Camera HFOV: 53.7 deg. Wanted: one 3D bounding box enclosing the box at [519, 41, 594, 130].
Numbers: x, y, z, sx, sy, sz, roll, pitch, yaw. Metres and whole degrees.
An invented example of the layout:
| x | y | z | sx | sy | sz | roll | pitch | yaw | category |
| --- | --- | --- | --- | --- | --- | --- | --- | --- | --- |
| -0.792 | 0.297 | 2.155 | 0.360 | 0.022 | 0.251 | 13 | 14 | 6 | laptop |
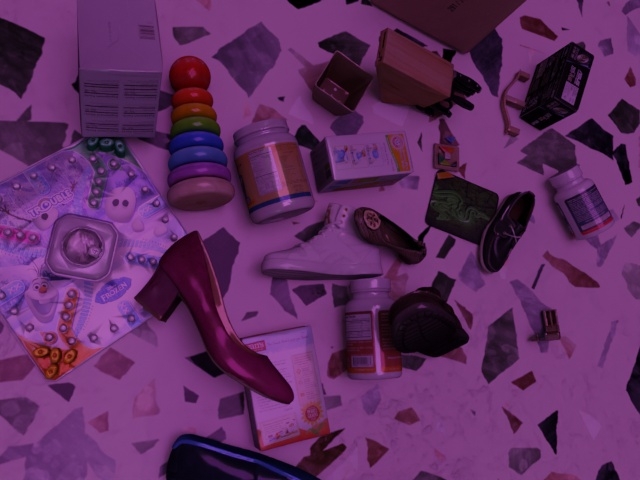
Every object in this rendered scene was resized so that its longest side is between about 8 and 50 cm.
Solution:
| x | y | z | sx | sy | sz | roll | pitch | yaw | category |
| --- | --- | --- | --- | --- | --- | --- | --- | --- | --- |
| 0.621 | -0.403 | 1.664 | 0.077 | 0.147 | 0.180 | 27 | 72 | -13 | box |

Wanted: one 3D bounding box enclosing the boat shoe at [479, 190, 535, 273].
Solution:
| x | y | z | sx | sy | sz | roll | pitch | yaw | category |
| --- | --- | --- | --- | --- | --- | --- | --- | --- | --- |
| 0.468 | -0.024 | 1.580 | 0.084 | 0.079 | 0.233 | 35 | 72 | -17 | boat shoe |

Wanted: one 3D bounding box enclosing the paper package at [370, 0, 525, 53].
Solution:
| x | y | z | sx | sy | sz | roll | pitch | yaw | category |
| --- | --- | --- | --- | --- | --- | --- | --- | --- | --- |
| 0.326 | -0.643 | 1.510 | 0.309 | 0.325 | 0.168 | 23 | 74 | -13 | paper package |

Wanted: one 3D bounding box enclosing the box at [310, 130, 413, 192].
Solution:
| x | y | z | sx | sy | sz | roll | pitch | yaw | category |
| --- | --- | --- | --- | --- | --- | --- | --- | --- | --- |
| 0.095 | -0.181 | 1.458 | 0.203 | 0.114 | 0.103 | -8 | 82 | -21 | box |

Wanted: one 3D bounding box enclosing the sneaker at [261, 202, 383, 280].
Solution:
| x | y | z | sx | sy | sz | roll | pitch | yaw | category |
| --- | --- | --- | --- | --- | --- | --- | --- | --- | --- |
| 0.000 | 0.000 | 1.406 | 0.292 | 0.108 | 0.169 | 2 | 78 | -29 | sneaker |

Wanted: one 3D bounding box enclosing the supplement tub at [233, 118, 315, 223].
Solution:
| x | y | z | sx | sy | sz | roll | pitch | yaw | category |
| --- | --- | --- | --- | --- | --- | --- | --- | --- | --- |
| -0.105 | -0.147 | 1.368 | 0.144 | 0.144 | 0.200 | -14 | 85 | -21 | supplement tub |

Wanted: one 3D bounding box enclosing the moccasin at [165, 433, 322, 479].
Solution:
| x | y | z | sx | sy | sz | roll | pitch | yaw | category |
| --- | --- | --- | --- | --- | --- | --- | --- | --- | --- |
| -0.141 | 0.490 | 1.267 | 0.341 | 0.138 | 0.117 | 19 | 79 | -1 | moccasin |

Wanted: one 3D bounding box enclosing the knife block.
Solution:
| x | y | z | sx | sy | sz | roll | pitch | yaw | category |
| --- | --- | --- | --- | --- | --- | --- | --- | --- | --- |
| 0.262 | -0.385 | 1.492 | 0.241 | 0.276 | 0.088 | 6 | 77 | 12 | knife block |

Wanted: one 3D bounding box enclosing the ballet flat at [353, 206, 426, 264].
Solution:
| x | y | z | sx | sy | sz | roll | pitch | yaw | category |
| --- | --- | --- | --- | --- | --- | --- | --- | --- | --- |
| 0.165 | -0.010 | 1.429 | 0.249 | 0.058 | 0.084 | 33 | 55 | -40 | ballet flat |

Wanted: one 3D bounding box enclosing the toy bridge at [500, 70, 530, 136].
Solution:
| x | y | z | sx | sy | sz | roll | pitch | yaw | category |
| --- | --- | --- | --- | --- | --- | --- | --- | --- | --- |
| 0.513 | -0.368 | 1.684 | 0.063 | 0.026 | 0.188 | 18 | 75 | -13 | toy bridge |

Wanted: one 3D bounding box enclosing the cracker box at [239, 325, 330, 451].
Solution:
| x | y | z | sx | sy | sz | roll | pitch | yaw | category |
| --- | --- | --- | --- | --- | --- | --- | --- | --- | --- |
| -0.080 | 0.308 | 1.338 | 0.155 | 0.067 | 0.233 | -8 | 84 | -19 | cracker box |

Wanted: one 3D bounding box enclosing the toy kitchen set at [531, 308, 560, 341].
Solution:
| x | y | z | sx | sy | sz | roll | pitch | yaw | category |
| --- | --- | --- | --- | --- | --- | --- | --- | --- | --- |
| 0.559 | 0.213 | 1.580 | 0.068 | 0.083 | 0.075 | -9 | 81 | 21 | toy kitchen set |

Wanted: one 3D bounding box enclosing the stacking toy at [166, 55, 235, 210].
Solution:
| x | y | z | sx | sy | sz | roll | pitch | yaw | category |
| --- | --- | --- | --- | --- | --- | --- | --- | --- | --- |
| -0.271 | -0.237 | 1.344 | 0.141 | 0.141 | 0.331 | -5 | 76 | -20 | stacking toy |

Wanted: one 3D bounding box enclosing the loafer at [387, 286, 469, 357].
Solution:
| x | y | z | sx | sy | sz | roll | pitch | yaw | category |
| --- | --- | --- | --- | --- | --- | --- | --- | --- | --- |
| 0.218 | 0.166 | 1.363 | 0.133 | 0.366 | 0.130 | -29 | 65 | 10 | loafer |

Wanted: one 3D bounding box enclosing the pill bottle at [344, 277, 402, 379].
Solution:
| x | y | z | sx | sy | sz | roll | pitch | yaw | category |
| --- | --- | --- | --- | --- | --- | --- | --- | --- | --- |
| 0.115 | 0.195 | 1.397 | 0.121 | 0.121 | 0.216 | 1 | 80 | -19 | pill bottle |

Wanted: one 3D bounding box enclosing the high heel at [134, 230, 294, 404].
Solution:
| x | y | z | sx | sy | sz | roll | pitch | yaw | category |
| --- | --- | --- | --- | --- | --- | --- | --- | --- | --- |
| -0.168 | 0.152 | 1.236 | 0.377 | 0.127 | 0.181 | 38 | 81 | -3 | high heel |

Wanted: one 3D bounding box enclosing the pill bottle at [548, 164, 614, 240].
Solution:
| x | y | z | sx | sy | sz | roll | pitch | yaw | category |
| --- | --- | --- | --- | --- | --- | --- | --- | --- | --- |
| 0.677 | -0.101 | 1.651 | 0.107 | 0.108 | 0.180 | -29 | 91 | -21 | pill bottle |

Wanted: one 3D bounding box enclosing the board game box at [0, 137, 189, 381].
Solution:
| x | y | z | sx | sy | sz | roll | pitch | yaw | category |
| --- | --- | --- | --- | --- | --- | --- | --- | --- | --- |
| -0.475 | 0.012 | 1.261 | 0.389 | 0.050 | 0.390 | -35 | 93 | -21 | board game box |

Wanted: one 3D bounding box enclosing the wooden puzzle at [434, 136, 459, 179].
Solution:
| x | y | z | sx | sy | sz | roll | pitch | yaw | category |
| --- | --- | --- | --- | --- | --- | --- | --- | --- | --- |
| 0.320 | -0.209 | 1.592 | 0.078 | 0.014 | 0.117 | 1 | 76 | -19 | wooden puzzle |

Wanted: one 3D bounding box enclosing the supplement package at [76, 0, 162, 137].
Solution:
| x | y | z | sx | sy | sz | roll | pitch | yaw | category |
| --- | --- | --- | --- | --- | --- | --- | --- | --- | --- |
| -0.398 | -0.339 | 1.242 | 0.149 | 0.203 | 0.194 | -2 | 63 | -20 | supplement package |

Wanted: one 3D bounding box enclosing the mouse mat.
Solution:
| x | y | z | sx | sy | sz | roll | pitch | yaw | category |
| --- | --- | --- | --- | --- | --- | --- | --- | --- | --- |
| 0.359 | -0.080 | 1.592 | 0.189 | 0.007 | 0.153 | 20 | 75 | -14 | mouse mat |

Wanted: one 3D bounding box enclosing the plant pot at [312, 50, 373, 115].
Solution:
| x | y | z | sx | sy | sz | roll | pitch | yaw | category |
| --- | --- | --- | --- | --- | --- | --- | --- | --- | --- |
| 0.040 | -0.355 | 1.480 | 0.109 | 0.096 | 0.109 | 34 | 71 | -12 | plant pot |
